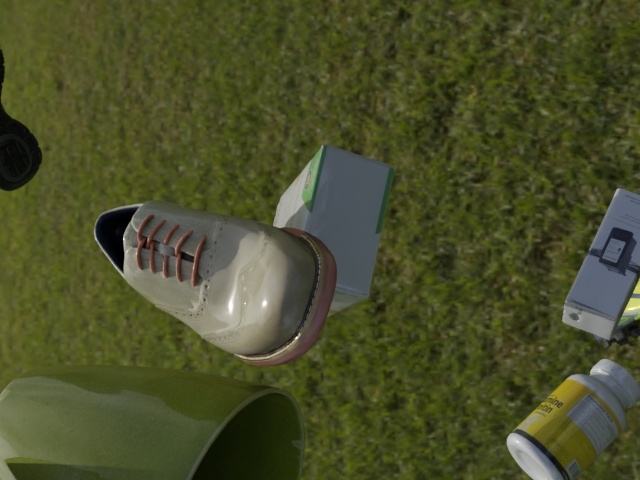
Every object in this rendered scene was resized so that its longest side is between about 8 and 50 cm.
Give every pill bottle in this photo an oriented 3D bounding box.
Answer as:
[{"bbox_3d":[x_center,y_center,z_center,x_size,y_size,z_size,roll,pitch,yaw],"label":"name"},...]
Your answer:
[{"bbox_3d":[0.353,0.251,1.327,0.103,0.184,0.103,46,165,16],"label":"pill bottle"}]

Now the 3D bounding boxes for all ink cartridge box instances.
[{"bbox_3d":[0.345,0.032,1.132,0.063,0.109,0.150,24,78,19],"label":"ink cartridge box"},{"bbox_3d":[0.000,0.000,1.122,0.212,0.093,0.154,142,142,-69],"label":"ink cartridge box"}]

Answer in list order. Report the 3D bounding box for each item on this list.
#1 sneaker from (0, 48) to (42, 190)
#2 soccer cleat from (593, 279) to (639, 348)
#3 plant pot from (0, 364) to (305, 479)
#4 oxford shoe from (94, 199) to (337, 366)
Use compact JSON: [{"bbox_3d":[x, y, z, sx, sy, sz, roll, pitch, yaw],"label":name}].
[{"bbox_3d":[-0.494,-0.200,1.334,0.130,0.109,0.286,25,139,35],"label":"sneaker"},{"bbox_3d":[0.615,0.099,1.839,0.289,0.093,0.121,-49,53,45],"label":"soccer cleat"},{"bbox_3d":[-0.210,0.247,1.043,0.293,0.274,0.275,16,104,25],"label":"plant pot"},{"bbox_3d":[-0.124,0.033,0.971,0.397,0.146,0.141,6,77,59],"label":"oxford shoe"}]
